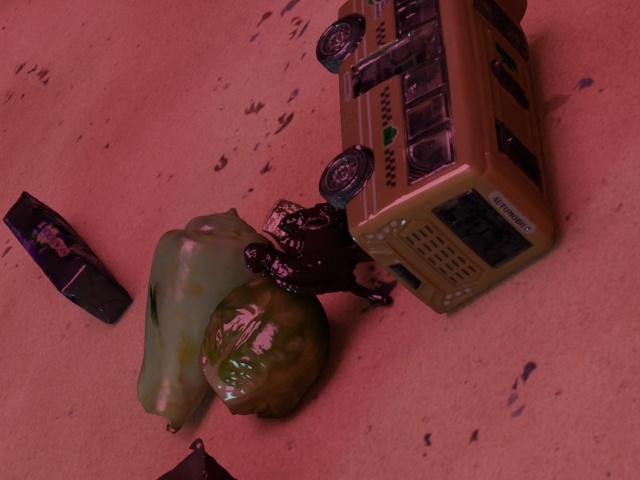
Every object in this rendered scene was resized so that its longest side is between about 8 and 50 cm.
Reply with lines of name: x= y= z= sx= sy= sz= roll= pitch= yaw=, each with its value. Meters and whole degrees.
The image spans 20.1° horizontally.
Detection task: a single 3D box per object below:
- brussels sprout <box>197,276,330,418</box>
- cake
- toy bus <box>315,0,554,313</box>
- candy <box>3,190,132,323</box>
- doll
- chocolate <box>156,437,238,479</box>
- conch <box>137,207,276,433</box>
brussels sprout: x=-0.062 y=0.106 z=1.908 sx=0.155 sy=0.117 sz=0.155 roll=-23 pitch=38 yaw=19
cake: x=0.000 y=0.000 z=2.025 sx=0.140 sy=0.055 sz=0.051 roll=25 pitch=76 yaw=40
toy bus: x=0.123 y=-0.121 z=1.853 sx=0.202 sy=0.177 sz=0.365 roll=-30 pitch=41 yaw=26
candy: x=-0.337 y=0.020 z=2.377 sx=0.061 sy=0.088 sz=0.312 roll=-53 pitch=31 yaw=0
doll: x=0.000 y=0.010 z=1.896 sx=0.139 sy=0.165 sz=0.057 roll=-98 pitch=15 yaw=-46
chocolate: x=-0.185 y=0.344 z=1.832 sx=0.321 sy=0.112 sz=0.112 roll=-40 pitch=32 yaw=21
conch: x=-0.144 y=0.082 z=2.061 sx=0.143 sy=0.137 sz=0.251 roll=24 pitch=97 yaw=31
